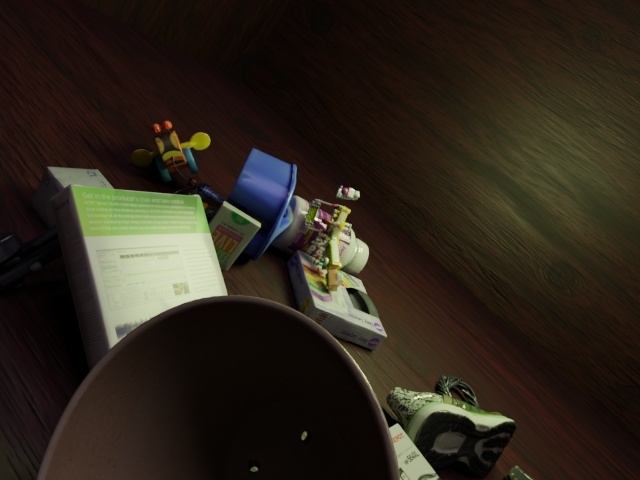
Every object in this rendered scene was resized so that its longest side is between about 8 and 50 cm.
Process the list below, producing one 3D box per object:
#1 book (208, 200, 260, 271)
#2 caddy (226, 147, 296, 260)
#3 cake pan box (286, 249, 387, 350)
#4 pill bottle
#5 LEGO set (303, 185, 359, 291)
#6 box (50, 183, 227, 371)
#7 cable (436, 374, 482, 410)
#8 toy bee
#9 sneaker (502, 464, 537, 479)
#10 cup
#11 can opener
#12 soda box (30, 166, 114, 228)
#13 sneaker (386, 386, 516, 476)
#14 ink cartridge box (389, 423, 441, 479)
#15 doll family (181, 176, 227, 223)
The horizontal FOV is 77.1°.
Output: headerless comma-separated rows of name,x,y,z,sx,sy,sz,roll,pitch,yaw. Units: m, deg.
book,-0.215,-0.007,0.910,0.096,0.144,0.035,32,21,-19
caddy,-0.154,-0.095,1.070,0.179,0.241,0.341,25,24,-14
cake pan box,0.043,0.165,1.118,0.267,0.070,0.245,28,24,-28
pill bottle,0.000,0.000,1.246,0.302,0.169,0.169,28,22,-27
LEGO set,0.013,-0.010,1.087,0.107,0.286,0.132,17,-10,-22
box,-0.236,0.083,0.596,0.232,0.059,0.321,-4,76,-63
cable,0.398,0.458,1.160,0.151,0.047,0.184,36,22,6
toy bee,-0.375,-0.237,1.040,0.195,0.162,0.298,-32,37,-31
sneaker,0.451,0.601,0.908,0.222,0.083,0.118,8,17,-44
cup,-0.072,0.250,0.427,0.331,0.331,0.237,51,-4,29
can opener,-0.398,0.009,0.580,0.059,0.073,0.186,42,50,13
soda box,-0.372,-0.004,0.699,0.286,0.091,0.098,45,22,14
sneaker,0.313,0.423,0.954,0.410,0.158,0.182,32,3,-34
ink cartridge box,0.139,0.430,0.667,0.203,0.085,0.148,48,20,30
doll family,-0.315,-0.099,1.051,0.112,0.076,0.193,29,17,-16
